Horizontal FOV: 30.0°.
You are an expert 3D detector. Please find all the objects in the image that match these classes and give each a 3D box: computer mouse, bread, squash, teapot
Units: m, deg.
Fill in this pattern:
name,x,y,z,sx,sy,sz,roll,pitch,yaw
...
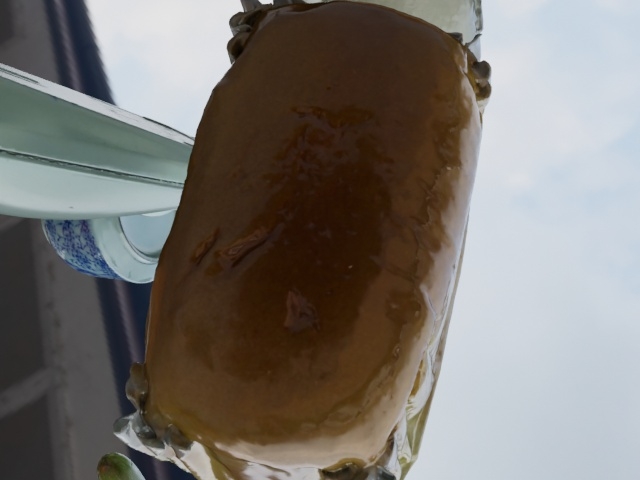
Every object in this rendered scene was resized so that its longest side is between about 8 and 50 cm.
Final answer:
name,x,y,z,sx,sy,sz,roll,pitch,yaw
computer mouse,-0.200,-0.062,0.805,0.159,0.288,0.097,29,-82,63
bread,0.000,0.000,0.568,0.136,0.107,0.241,11,-116,7
squash,-0.116,0.170,0.760,0.027,0.083,0.027,-22,-165,6
teapot,-0.240,-0.030,1.277,0.159,0.232,0.159,-6,-102,27

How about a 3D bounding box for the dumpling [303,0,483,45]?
name,x,y,z,sx,sy,sz,roll,pitch,yaw
dumpling,0.030,-0.169,1.065,0.242,0.318,0.187,-18,-155,-19
